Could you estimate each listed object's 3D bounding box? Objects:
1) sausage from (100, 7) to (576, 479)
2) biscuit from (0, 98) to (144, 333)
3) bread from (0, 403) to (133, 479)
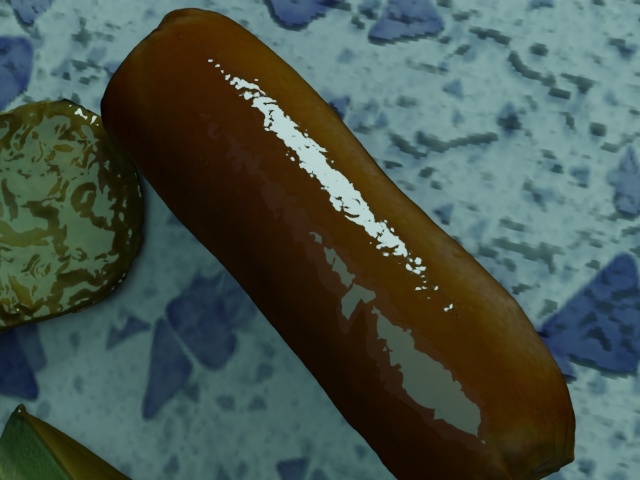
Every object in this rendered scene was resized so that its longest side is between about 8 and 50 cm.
[{"bbox_3d":[0.000,0.000,0.595,0.300,0.083,0.089,47,112,18],"label":"sausage"},{"bbox_3d":[-0.212,0.003,0.676,0.247,0.029,0.118,-15,85,3],"label":"biscuit"},{"bbox_3d":[-0.133,0.144,0.625,0.139,0.084,0.074,31,96,20],"label":"bread"}]
